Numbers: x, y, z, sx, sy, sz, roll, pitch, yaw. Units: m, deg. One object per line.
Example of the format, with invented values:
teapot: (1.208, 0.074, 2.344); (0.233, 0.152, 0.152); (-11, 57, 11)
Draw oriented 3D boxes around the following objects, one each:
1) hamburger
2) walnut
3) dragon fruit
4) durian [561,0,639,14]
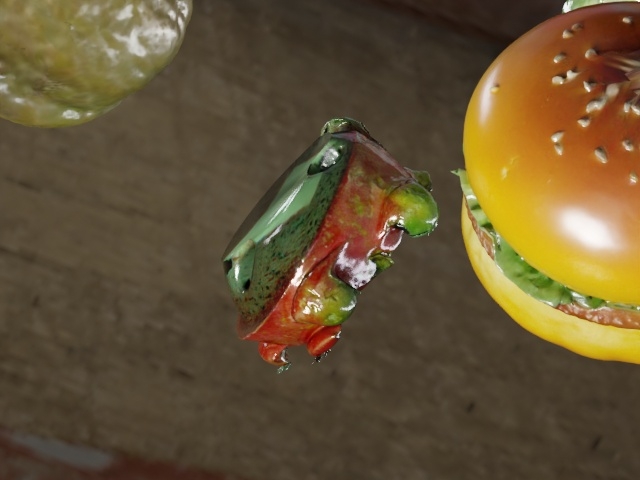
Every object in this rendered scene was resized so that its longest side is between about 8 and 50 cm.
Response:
hamburger: (0.203, -0.052, 1.139); (0.246, 0.170, 0.246); (-2, -127, 2)
walnut: (-0.237, -0.227, 1.500); (0.283, 0.283, 0.227); (-7, -173, -43)
dragon fruit: (0.000, 0.000, 1.882); (0.130, 0.295, 0.268); (38, -136, -13)
durian: (0.318, -0.208, 1.610); (0.095, 0.220, 0.137); (25, -136, -33)
